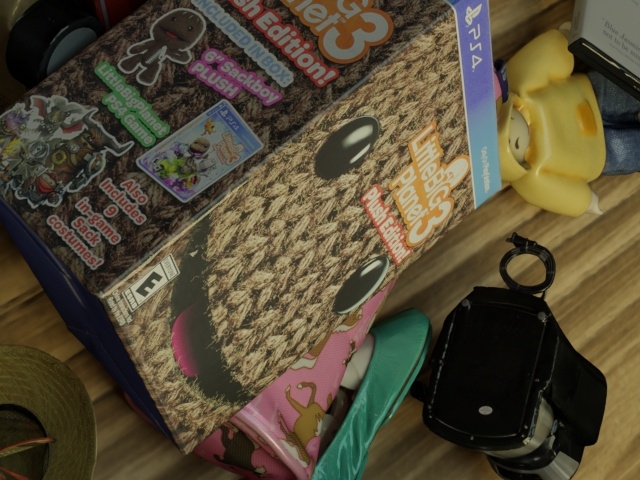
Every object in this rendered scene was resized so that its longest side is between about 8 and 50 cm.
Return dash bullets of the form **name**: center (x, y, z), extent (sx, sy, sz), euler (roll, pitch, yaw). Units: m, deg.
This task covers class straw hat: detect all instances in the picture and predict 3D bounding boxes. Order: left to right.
- **straw hat**: center (-0.210, 0.148, 1.079), extent (0.061, 0.144, 0.144), euler (70, 36, -68)

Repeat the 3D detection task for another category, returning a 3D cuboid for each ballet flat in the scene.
- **ballet flat**: center (0.010, 0.139, 1.254), extent (0.087, 0.083, 0.247), euler (35, 64, -17)

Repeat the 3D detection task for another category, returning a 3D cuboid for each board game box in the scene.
- **board game box**: center (-0.040, -0.045, 1.002), extent (0.291, 0.141, 0.232), euler (-40, 152, -13)

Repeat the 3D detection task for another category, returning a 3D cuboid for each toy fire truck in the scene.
- **toy fire truck**: center (-0.113, -0.145, 1.050), extent (0.246, 0.158, 0.217), euler (-46, 155, -26)

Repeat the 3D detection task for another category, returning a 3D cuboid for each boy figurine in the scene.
- **boy figurine**: center (0.217, -0.109, 1.430), extent (0.285, 0.092, 0.177), euler (-5, 93, -43)

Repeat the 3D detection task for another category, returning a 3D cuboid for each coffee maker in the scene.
- **coffee maker**: center (0.176, 0.112, 1.324), extent (0.171, 0.120, 0.178), euler (-54, 151, -2)

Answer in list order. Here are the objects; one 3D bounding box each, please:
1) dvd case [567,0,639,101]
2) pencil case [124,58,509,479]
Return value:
- **dvd case**: center (0.317, -0.224, 1.491), extent (0.180, 0.022, 0.253), euler (31, 50, -21)
- **pencil case**: center (0.000, 0.000, 1.204), extent (0.167, 0.160, 0.386), euler (29, 65, 5)
